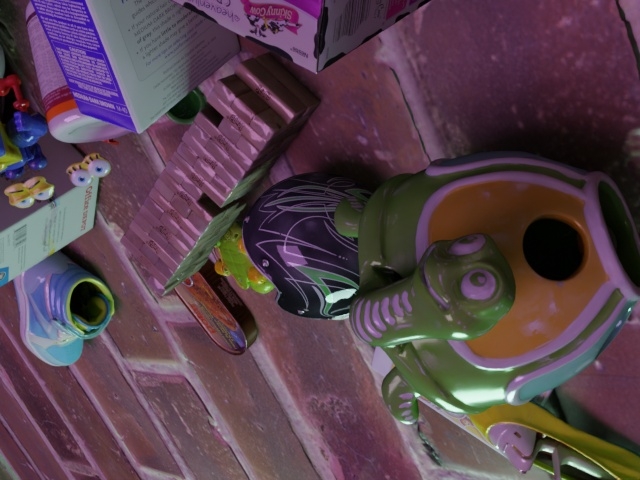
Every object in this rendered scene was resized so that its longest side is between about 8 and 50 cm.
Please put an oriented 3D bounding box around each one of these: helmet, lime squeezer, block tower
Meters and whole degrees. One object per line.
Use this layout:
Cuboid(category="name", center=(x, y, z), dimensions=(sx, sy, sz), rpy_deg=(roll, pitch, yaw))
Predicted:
Cuboid(category="helmet", center=(0.000, 0.000, 0.938), dimensions=(0.169, 0.169, 0.162), rpy_deg=(25, 153, 28))
Cuboid(category="lime squeezer", center=(-0.202, -0.173, 1.078), dimensions=(0.310, 0.059, 0.110), rpy_deg=(28, 137, 24))
Cuboid(category="block tower", center=(-0.138, -0.073, 1.007), dimensions=(0.097, 0.091, 0.335), rpy_deg=(44, 127, 7))

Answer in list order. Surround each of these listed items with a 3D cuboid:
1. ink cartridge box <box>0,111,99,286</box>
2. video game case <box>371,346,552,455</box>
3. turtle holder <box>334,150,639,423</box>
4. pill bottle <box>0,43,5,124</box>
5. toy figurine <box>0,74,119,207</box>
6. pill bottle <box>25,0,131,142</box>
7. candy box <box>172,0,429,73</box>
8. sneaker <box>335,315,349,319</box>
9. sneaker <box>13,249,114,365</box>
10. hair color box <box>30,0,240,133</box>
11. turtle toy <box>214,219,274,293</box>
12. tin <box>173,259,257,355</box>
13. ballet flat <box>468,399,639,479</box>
Cuboid(category="ink cartridge box", center=(-0.511, -0.062, 1.331), dimensions=(0.168, 0.232, 0.171), rpy_deg=(43, 142, 11))
Cuboid(category="video game case", center=(0.174, 0.154, 1.013), dimensions=(0.227, 0.026, 0.206), rpy_deg=(31, 139, 21))
Cuboid(category="turtle holder", center=(0.147, 0.017, 0.716), dimensions=(0.227, 0.243, 0.320), rpy_deg=(-20, 146, 30))
Cuboid(category="pill bottle", center=(-0.617, -0.244, 1.298), dimensions=(0.210, 0.210, 0.363), rpy_deg=(42, 141, 9))
Cuboid(category="toy figurine", center=(-0.481, -0.136, 1.077), dimensions=(0.362, 0.217, 0.191), rpy_deg=(-18, 86, 8))
Cuboid(category="pill bottle", center=(-0.297, -0.243, 1.008), dimensions=(0.121, 0.121, 0.221), rpy_deg=(-20, 82, 50))
Cuboid(category="candy box", center=(0.008, -0.239, 0.670), dimensions=(0.159, 0.233, 0.071), rpy_deg=(31, 139, 23))
Cuboid(category="sneaker", center=(-0.011, 0.043, 1.082), dimensions=(0.152, 0.085, 0.058), rpy_deg=(31, 122, -31))
Cuboid(category="sneaker", center=(-0.491, 0.167, 1.595), dimensions=(0.208, 0.127, 0.319), rpy_deg=(27, 138, 28))
Cuboid(category="hair color box", center=(-0.212, -0.304, 0.834), dimensions=(0.110, 0.185, 0.339), rpy_deg=(21, 143, 29))
Cuboid(category="turtle toy", center=(-0.101, 0.023, 1.137), dimensions=(0.095, 0.066, 0.130), rpy_deg=(11, 129, 40))
Cuboid(category="tin", center=(-0.174, 0.101, 1.301), dimensions=(0.106, 0.040, 0.190), rpy_deg=(-28, 100, 48))
Cuboid(category="ballet flat", center=(0.264, 0.242, 0.926), dimensions=(0.231, 0.077, 0.077), rpy_deg=(23, 135, 14))
